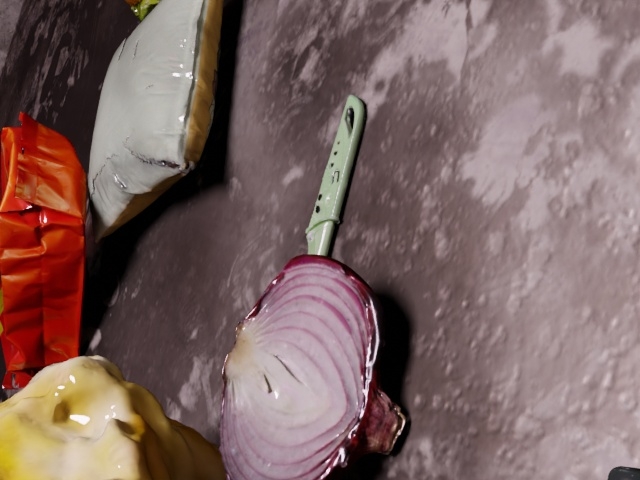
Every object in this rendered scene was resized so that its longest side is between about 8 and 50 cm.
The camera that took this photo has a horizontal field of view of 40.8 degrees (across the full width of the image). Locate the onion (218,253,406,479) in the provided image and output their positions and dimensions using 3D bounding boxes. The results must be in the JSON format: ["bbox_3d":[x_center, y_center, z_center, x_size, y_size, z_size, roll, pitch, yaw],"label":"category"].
[{"bbox_3d":[-0.006,0.122,0.711,0.098,0.151,0.206,99,-165,-81],"label":"onion"}]

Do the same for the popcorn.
[{"bbox_3d":[-0.223,0.298,0.727,0.390,0.354,0.344,-43,62,36],"label":"popcorn"}]

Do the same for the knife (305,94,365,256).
[{"bbox_3d":[-0.002,-0.001,0.828,0.043,0.020,0.293,9,83,59],"label":"knife"}]

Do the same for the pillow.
[{"bbox_3d":[-0.224,-0.179,1.149,0.312,0.119,0.310,-26,56,51],"label":"pillow"}]

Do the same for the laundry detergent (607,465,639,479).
[{"bbox_3d":[0.153,0.232,0.444,0.099,0.070,0.226,-5,71,64],"label":"laundry detergent"}]

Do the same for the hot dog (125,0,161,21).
[{"bbox_3d":[-0.205,-0.380,1.189,0.337,0.135,0.100,-10,98,68],"label":"hot dog"}]

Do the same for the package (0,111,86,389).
[{"bbox_3d":[-0.414,0.034,1.267,0.196,0.123,0.423,-108,26,-45],"label":"package"}]
